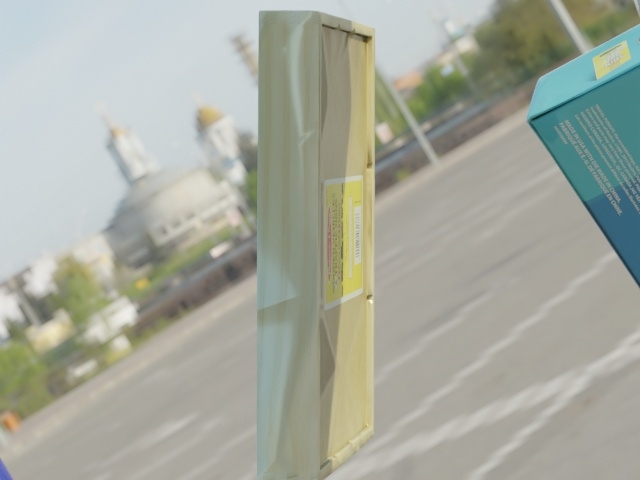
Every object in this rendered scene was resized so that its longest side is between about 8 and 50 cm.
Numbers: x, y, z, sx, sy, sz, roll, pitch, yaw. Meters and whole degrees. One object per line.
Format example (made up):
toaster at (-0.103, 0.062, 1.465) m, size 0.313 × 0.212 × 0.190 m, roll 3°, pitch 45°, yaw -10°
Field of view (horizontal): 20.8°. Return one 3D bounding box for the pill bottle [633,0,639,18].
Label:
pill bottle at (0.197, -0.231, 0.829) m, size 0.161 × 0.283 × 0.161 m, roll -7°, pitch -32°, yaw -4°

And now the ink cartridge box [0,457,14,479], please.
ink cartridge box at (-0.249, 0.070, 0.471) m, size 0.270 × 0.395 × 0.151 m, roll -45°, pitch -36°, yaw 6°

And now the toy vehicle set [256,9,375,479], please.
toy vehicle set at (0.000, 0.000, 1.045) m, size 0.035 × 0.267 × 0.166 m, roll 1°, pitch 3°, yaw 13°

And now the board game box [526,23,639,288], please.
board game box at (0.350, -0.071, 1.173) m, size 0.336 × 0.254 × 0.079 m, roll -28°, pitch 19°, yaw 26°
